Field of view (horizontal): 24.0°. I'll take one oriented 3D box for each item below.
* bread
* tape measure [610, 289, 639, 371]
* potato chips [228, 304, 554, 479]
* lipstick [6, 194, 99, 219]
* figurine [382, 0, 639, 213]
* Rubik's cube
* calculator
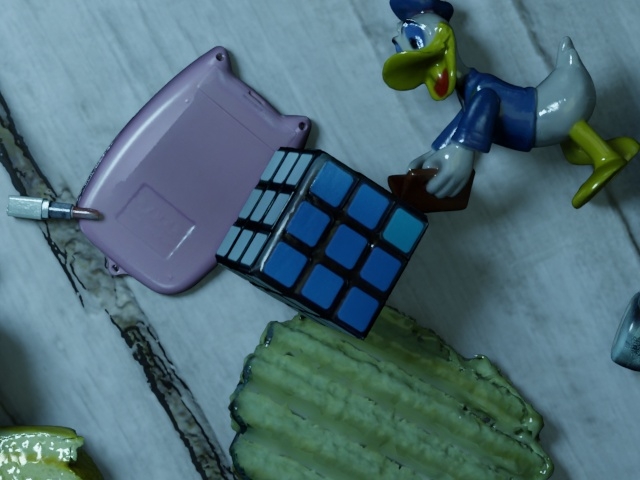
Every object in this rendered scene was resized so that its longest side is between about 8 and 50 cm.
[{"bbox_3d":[-0.367,0.302,1.740,0.257,0.124,0.186,5,87,-9],"label":"bread"},{"bbox_3d":[0.449,0.129,1.869,0.180,0.104,0.107,21,87,-10],"label":"tape measure"},{"bbox_3d":[0.074,0.274,1.841,0.429,0.070,0.358,29,86,-12],"label":"potato chips"},{"bbox_3d":[-0.309,-0.036,1.755,0.107,0.025,0.025,5,92,5],"label":"lipstick"},{"bbox_3d":[0.179,-0.154,1.800,0.283,0.204,0.338,-37,87,2],"label":"figurine"},{"bbox_3d":[0.000,0.000,1.719,0.162,0.163,0.160,32,84,-19],"label":"Rubik's cube"},{"bbox_3d":[-0.155,-0.073,1.784,0.194,0.043,0.294,40,89,-11],"label":"calculator"}]
